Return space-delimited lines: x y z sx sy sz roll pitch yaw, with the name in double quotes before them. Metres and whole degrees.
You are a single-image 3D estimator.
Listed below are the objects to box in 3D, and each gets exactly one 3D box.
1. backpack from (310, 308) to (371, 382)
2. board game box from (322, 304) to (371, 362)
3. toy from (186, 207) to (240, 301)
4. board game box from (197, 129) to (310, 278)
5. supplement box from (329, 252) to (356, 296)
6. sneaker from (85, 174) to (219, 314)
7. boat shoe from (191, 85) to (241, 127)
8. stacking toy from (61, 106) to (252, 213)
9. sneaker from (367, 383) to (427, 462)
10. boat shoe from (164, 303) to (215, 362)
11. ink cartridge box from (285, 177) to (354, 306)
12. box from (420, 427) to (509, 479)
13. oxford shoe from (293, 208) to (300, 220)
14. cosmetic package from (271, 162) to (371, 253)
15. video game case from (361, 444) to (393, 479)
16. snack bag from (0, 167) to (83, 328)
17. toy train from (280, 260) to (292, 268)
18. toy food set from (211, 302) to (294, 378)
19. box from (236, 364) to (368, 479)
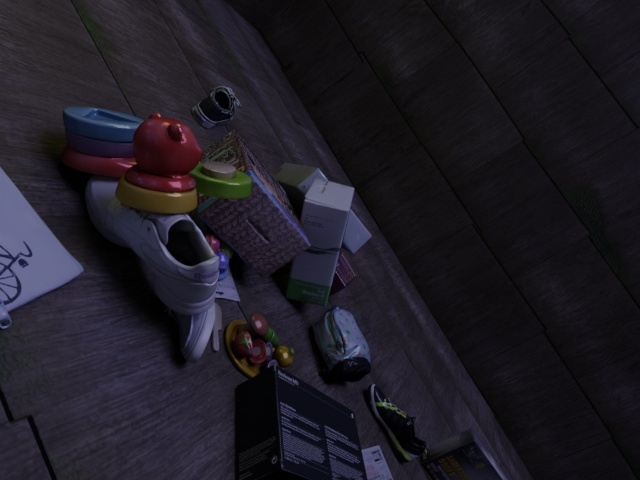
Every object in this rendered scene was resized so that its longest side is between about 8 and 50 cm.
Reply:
"backpack" 0.055 0.278 1.191 0.152 0.115 0.182 29 30 -52
"board game box" 0.078 0.302 1.341 0.201 0.035 0.136 57 17 1
"toy" -0.236 0.011 0.980 0.137 0.056 0.237 24 37 -59
"board game box" -0.175 -0.095 1.077 0.232 0.141 0.291 51 7 -36
"supplement box" 0.048 0.114 1.520 0.104 0.081 0.188 58 17 3
"sneaker" -0.266 -0.026 0.730 0.305 0.152 0.114 43 45 12
"boat shoe" -0.328 -0.455 1.480 0.113 0.105 0.306 53 18 -11
"stacking toy" -0.269 -0.168 0.782 0.309 0.130 0.279 26 23 28
"sneaker" 0.221 0.504 1.263 0.234 0.097 0.084 60 17 11
"boat shoe" -0.236 0.111 0.791 0.081 0.079 0.227 23 33 -27
"ink cartridge box" 0.000 0.000 1.232 0.121 0.289 0.211 14 25 2
"box" 0.443 0.707 1.358 0.231 0.183 0.056 54 17 -9
"oxford shoe" -0.151 -0.090 1.405 0.076 0.076 0.212 31 8 28
"cosmetic package" -0.015 -0.121 1.509 0.284 0.097 0.377 52 -8 -22
"video game case" 0.127 0.572 1.015 0.201 0.023 0.183 31 30 -57
"snack bag" -0.457 -0.030 0.491 0.323 0.037 0.342 54 17 -6
"toy train" -0.108 0.009 1.328 0.125 0.046 0.166 31 35 -59
"toy food set" -0.122 0.209 0.906 0.218 0.071 0.128 45 20 -31
"box" -0.030 0.372 0.815 0.261 0.103 0.184 43 25 -35
